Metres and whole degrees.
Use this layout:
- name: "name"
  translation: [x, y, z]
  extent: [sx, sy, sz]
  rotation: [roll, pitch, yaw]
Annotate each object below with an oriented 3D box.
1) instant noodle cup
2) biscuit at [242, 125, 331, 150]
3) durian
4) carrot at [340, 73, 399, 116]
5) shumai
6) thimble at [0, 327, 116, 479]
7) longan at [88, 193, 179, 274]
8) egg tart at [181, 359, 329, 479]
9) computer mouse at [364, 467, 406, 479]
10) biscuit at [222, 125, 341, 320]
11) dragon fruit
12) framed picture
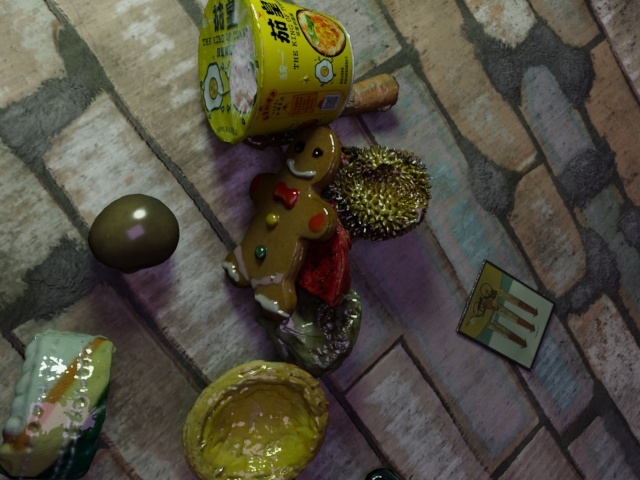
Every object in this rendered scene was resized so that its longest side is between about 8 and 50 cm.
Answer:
- name: "instant noodle cup"
  translation: [-0.097, -0.379, 1.116]
  extent: [0.254, 0.325, 0.326]
  rotation: [-9, 92, -33]
- name: "biscuit"
  translation: [-0.107, -0.309, 1.283]
  extent: [0.319, 0.047, 0.184]
  rotation: [16, 85, -21]
- name: "durian"
  translation: [0.131, -0.124, 1.286]
  extent: [0.292, 0.258, 0.258]
  rotation: [10, 85, -10]
- name: "carrot"
  translation: [0.081, -0.373, 1.330]
  extent: [0.263, 0.102, 0.102]
  rotation: [-21, 97, -25]
- name: "shumai"
  translation: [-0.038, 0.196, 1.227]
  extent: [0.218, 0.189, 0.256]
  rotation: [23, 75, -22]
- name: "thimble"
  translation: [-0.513, 0.316, 0.997]
  extent: [0.167, 0.254, 0.288]
  rotation: [15, 57, -24]
- name: "longan"
  translation: [-0.401, -0.015, 1.095]
  extent: [0.189, 0.189, 0.189]
  rotation: [0, 89, -22]
- name: "egg tart"
  translation: [-0.149, 0.431, 1.193]
  extent: [0.345, 0.132, 0.346]
  rotation: [-2, 97, -16]
- name: "computer mouse"
  translation: [0.215, 0.714, 1.368]
  extent: [0.233, 0.096, 0.137]
  rotation: [30, 78, -18]
- name: "biscuit"
  translation: [-0.087, -0.059, 1.137]
  extent: [0.064, 0.283, 0.432]
  rotation: [13, 107, -50]
- name: "dragon fruit"
  translation: [0.000, 0.000, 1.196]
  extent: [0.152, 0.317, 0.205]
  rotation: [7, 111, -49]
- name: "framed picture"
  translation: [0.585, 0.238, 1.575]
  extent: [0.323, 0.013, 0.244]
  rotation: [29, 79, -19]
